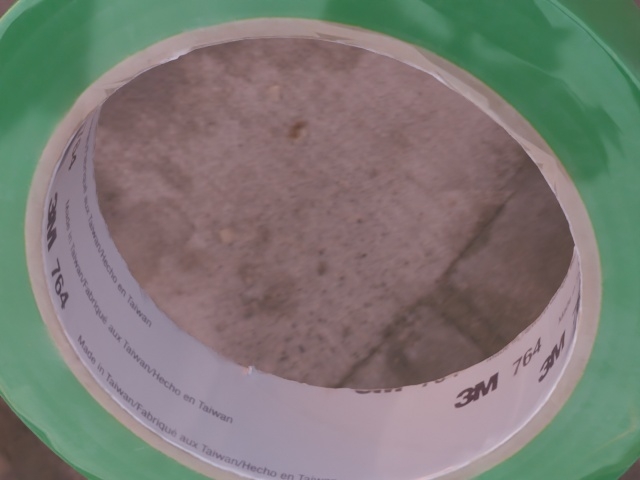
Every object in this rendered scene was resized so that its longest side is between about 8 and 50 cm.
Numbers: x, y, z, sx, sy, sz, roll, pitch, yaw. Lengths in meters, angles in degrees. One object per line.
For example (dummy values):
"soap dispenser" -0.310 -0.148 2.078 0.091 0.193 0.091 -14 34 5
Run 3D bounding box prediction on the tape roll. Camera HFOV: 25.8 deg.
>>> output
"tape roll" 0.000 0.000 0.599 0.321 0.077 0.321 5 123 8
